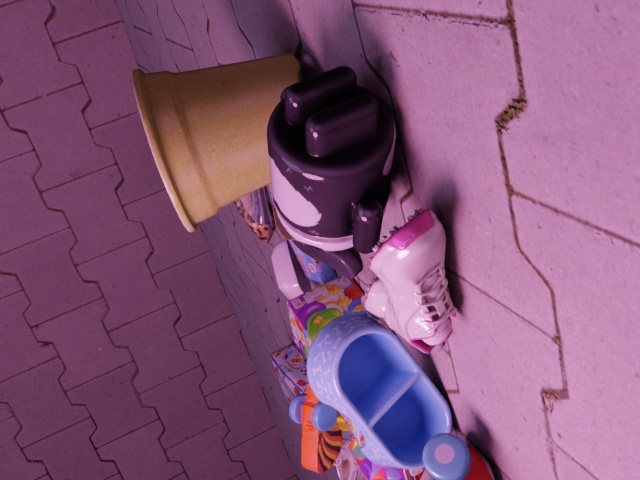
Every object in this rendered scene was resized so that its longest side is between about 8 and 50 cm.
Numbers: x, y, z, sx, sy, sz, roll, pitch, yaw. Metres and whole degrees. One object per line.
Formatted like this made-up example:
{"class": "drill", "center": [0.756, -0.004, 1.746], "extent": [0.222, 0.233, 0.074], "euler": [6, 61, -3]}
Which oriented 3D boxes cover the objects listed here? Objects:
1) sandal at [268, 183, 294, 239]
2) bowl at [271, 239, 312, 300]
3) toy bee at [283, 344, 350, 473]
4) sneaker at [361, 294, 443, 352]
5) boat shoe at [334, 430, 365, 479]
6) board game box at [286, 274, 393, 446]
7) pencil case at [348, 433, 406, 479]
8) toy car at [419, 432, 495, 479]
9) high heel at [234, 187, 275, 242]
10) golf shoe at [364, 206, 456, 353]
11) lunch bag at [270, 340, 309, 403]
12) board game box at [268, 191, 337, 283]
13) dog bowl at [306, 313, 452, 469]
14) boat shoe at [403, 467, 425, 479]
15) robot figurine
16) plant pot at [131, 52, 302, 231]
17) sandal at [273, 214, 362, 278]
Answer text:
{"class": "sandal", "center": [-0.054, -0.122, 1.425], "extent": [0.079, 0.088, 0.240], "euler": [-14, -81, -70]}
{"class": "bowl", "center": [-0.068, 0.079, 1.735], "extent": [0.142, 0.053, 0.142], "euler": [55, -163, -61]}
{"class": "toy bee", "center": [0.021, 0.376, 1.730], "extent": [0.195, 0.162, 0.298], "euler": [30, 123, 37]}
{"class": "sneaker", "center": [0.139, 0.119, 1.194], "extent": [0.152, 0.061, 0.053], "euler": [37, 146, 23]}
{"class": "boat shoe", "center": [0.054, 0.511, 1.899], "extent": [0.136, 0.157, 0.367], "euler": [53, 161, 40]}
{"class": "board game box", "center": [0.065, 0.222, 1.429], "extent": [0.275, 0.144, 0.142], "euler": [53, 161, 38]}
{"class": "pencil case", "center": [0.153, 0.535, 1.707], "extent": [0.236, 0.104, 0.104], "euler": [55, 162, 33]}
{"class": "toy car", "center": [0.253, 0.446, 1.146], "extent": [0.238, 0.210, 0.219], "euler": [22, 158, 27]}
{"class": "high heel", "center": [-0.208, -0.105, 1.959], "extent": [0.261, 0.093, 0.186], "euler": [32, 138, 50]}
{"class": "golf shoe", "center": [0.140, 0.061, 1.017], "extent": [0.140, 0.115, 0.306], "euler": [49, 167, 19]}
{"class": "lunch bag", "center": [-0.035, 0.450, 2.215], "extent": [0.303, 0.115, 0.243], "euler": [43, 155, 55]}
{"class": "board game box", "center": [-0.041, -0.014, 1.637], "extent": [0.211, 0.039, 0.160], "euler": [69, 165, -9]}
{"class": "dog bowl", "center": [0.106, 0.256, 1.237], "extent": [0.297, 0.166, 0.074], "euler": [53, 161, -14]}
{"class": "boat shoe", "center": [0.195, 0.456, 1.545], "extent": [0.043, 0.049, 0.137], "euler": [-13, 102, 35]}
{"class": "robot figurine", "center": [0.012, -0.103, 1.031], "extent": [0.278, 0.174, 0.209], "euler": [90, -169, -57]}
{"class": "plant pot", "center": [-0.136, -0.181, 1.220], "extent": [0.276, 0.254, 0.276], "euler": [162, 90, -87]}
{"class": "sandal", "center": [0.001, 0.001, 1.474], "extent": [0.254, 0.054, 0.097], "euler": [31, 161, 43]}
